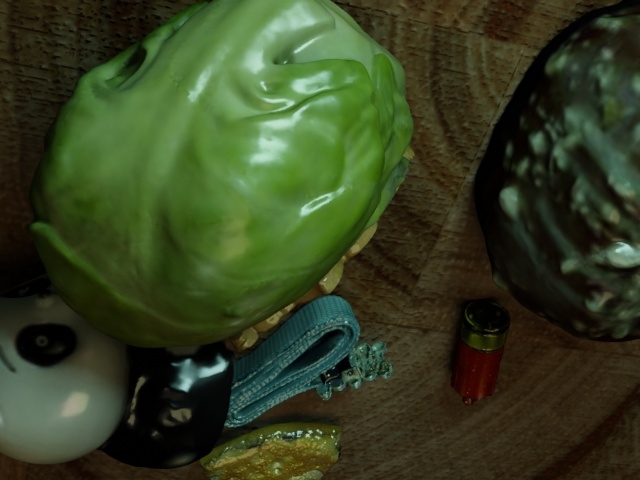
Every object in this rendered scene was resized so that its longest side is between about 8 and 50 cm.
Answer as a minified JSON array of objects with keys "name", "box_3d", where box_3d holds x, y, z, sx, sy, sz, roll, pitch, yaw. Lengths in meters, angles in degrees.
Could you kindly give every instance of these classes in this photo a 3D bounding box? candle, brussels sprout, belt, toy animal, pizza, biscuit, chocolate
[{"name":"candle","box_3d":[0.168,0.127,1.372,0.052,0.052,0.131,-5,128,-13]},{"name":"brussels sprout","box_3d":[-0.081,-0.055,1.019,0.247,0.328,0.328,42,108,-9]},{"name":"belt","box_3d":[-0.027,0.135,1.316,0.179,0.065,0.100,-33,120,12]},{"name":"toy animal","box_3d":[-0.208,0.118,1.162,0.235,0.187,0.165,13,110,-28]},{"name":"pizza","box_3d":[-0.051,0.239,1.399,0.160,0.036,0.099,-10,128,-9]},{"name":"biscuit","box_3d":[0.000,0.000,1.168,0.250,0.162,0.035,-47,112,-16]},{"name":"chocolate","box_3d":[0.295,-0.047,1.178,0.225,0.210,0.340,13,121,-27]}]
